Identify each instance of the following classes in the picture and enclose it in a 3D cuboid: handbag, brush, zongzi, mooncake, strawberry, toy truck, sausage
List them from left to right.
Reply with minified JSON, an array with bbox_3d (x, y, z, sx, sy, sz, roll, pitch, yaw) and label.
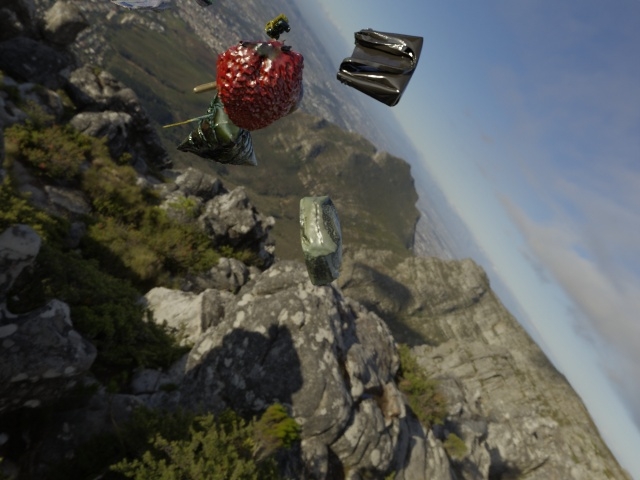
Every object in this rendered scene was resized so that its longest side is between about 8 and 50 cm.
[{"bbox_3d":[-0.471,-0.412,1.405,0.083,0.205,0.011,-46,128,-55],"label":"brush"},{"bbox_3d":[-0.352,-0.504,1.319,0.024,0.132,0.024,45,-32,38],"label":"sausage"},{"bbox_3d":[-0.373,-0.427,1.743,0.362,0.384,0.318,13,63,-37],"label":"zongzi"},{"bbox_3d":[-0.180,-0.468,1.222,0.261,0.261,0.257,-36,128,-72],"label":"strawberry"},{"bbox_3d":[-0.150,-0.738,1.396,0.049,0.083,0.054,16,63,-53],"label":"toy truck"},{"bbox_3d":[0.005,-0.001,1.387,0.254,0.136,0.250,80,2,-59],"label":"mooncake"},{"bbox_3d":[0.211,-0.633,1.428,0.257,0.285,0.113,21,-20,8],"label":"handbag"}]

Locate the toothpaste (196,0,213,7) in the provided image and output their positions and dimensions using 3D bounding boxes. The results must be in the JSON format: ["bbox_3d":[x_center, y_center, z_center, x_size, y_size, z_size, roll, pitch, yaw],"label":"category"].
[{"bbox_3d":[-0.523,-1.017,1.621,0.193,0.070,0.044,18,7,-36],"label":"toothpaste"}]

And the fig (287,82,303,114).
[{"bbox_3d":[-0.195,-0.681,1.839,0.235,0.235,0.214,36,67,-47],"label":"fig"}]

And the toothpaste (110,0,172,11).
[{"bbox_3d":[-0.759,-1.027,1.759,0.282,0.099,0.068,-49,131,-50],"label":"toothpaste"}]
